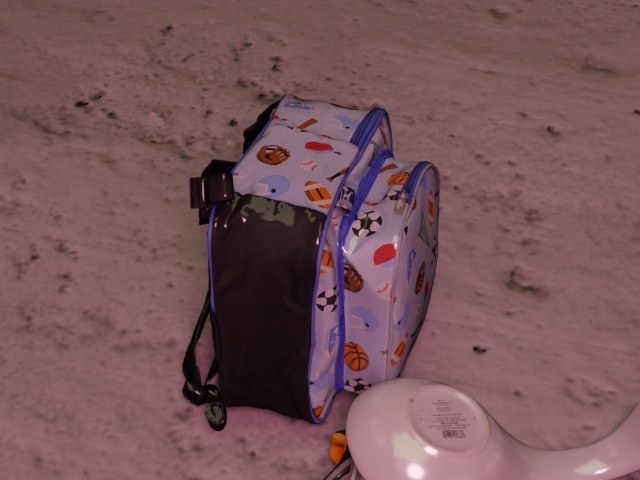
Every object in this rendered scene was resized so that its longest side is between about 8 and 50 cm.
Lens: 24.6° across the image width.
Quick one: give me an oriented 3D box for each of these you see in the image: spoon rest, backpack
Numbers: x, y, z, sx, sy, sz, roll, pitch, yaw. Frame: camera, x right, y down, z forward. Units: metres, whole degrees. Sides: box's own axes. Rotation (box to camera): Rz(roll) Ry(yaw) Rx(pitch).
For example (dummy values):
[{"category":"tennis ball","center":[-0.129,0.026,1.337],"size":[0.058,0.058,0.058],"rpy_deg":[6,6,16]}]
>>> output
[{"category":"spoon rest","center":[0.151,0.173,1.222],"size":[0.276,0.084,0.137],"rpy_deg":[2,46,-18]},{"category":"backpack","center":[0.000,0.000,1.307],"size":[0.213,0.276,0.263],"rpy_deg":[10,40,3]}]

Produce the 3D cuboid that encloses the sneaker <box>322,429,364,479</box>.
[{"category":"sneaker","center":[0.027,0.235,1.196],"size":[0.083,0.084,0.215],"rpy_deg":[11,36,10]}]
